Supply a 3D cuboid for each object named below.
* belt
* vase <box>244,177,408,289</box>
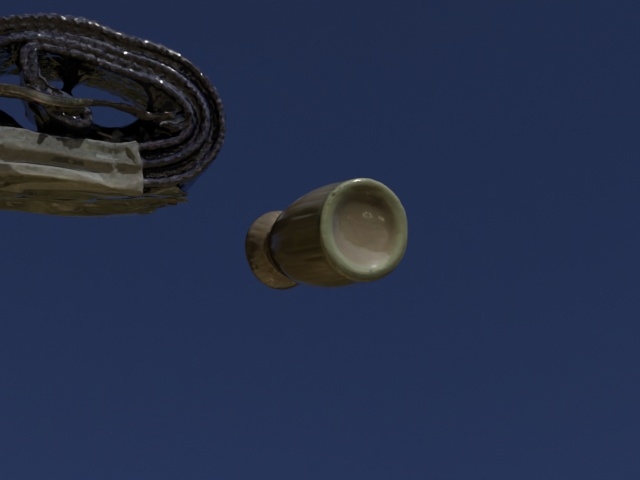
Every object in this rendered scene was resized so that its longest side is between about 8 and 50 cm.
[{"bbox_3d":[-0.188,-0.090,1.188,0.231,0.139,0.126,7,-9,-11],"label":"belt"},{"bbox_3d":[0.000,0.000,0.831,0.053,0.053,0.101,21,-15,-23],"label":"vase"}]
